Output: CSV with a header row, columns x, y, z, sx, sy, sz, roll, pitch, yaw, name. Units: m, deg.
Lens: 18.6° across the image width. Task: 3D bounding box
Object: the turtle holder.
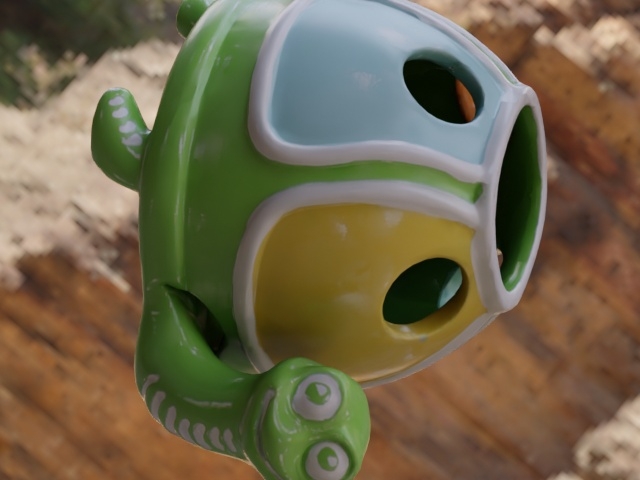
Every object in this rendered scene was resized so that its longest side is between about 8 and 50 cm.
x,y,z,sx,sy,sz,roll,pitch,yaw,name
0.001,-0.020,1.156,0.227,0.243,0.320,4,19,19,turtle holder
